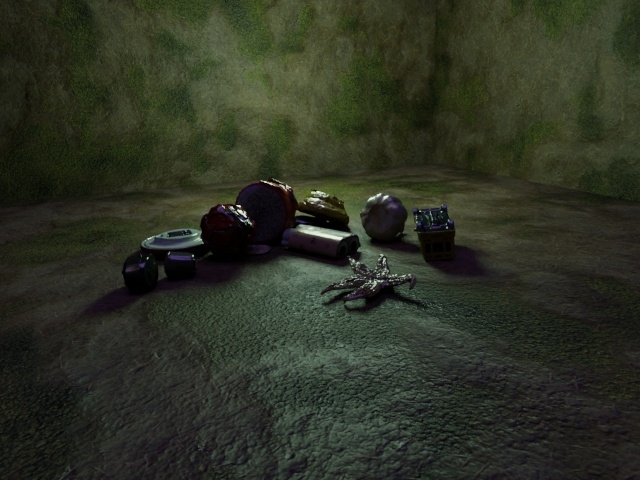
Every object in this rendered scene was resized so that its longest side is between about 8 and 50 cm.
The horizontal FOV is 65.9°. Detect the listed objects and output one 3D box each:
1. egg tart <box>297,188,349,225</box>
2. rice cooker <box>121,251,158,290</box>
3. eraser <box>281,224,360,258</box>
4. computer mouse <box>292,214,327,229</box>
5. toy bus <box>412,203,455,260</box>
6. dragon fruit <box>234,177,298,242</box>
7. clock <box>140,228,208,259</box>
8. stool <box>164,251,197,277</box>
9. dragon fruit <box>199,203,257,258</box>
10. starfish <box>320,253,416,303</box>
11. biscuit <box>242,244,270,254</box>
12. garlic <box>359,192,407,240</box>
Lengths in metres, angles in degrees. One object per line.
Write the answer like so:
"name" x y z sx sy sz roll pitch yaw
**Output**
"egg tart" 0.015 -0.159 2.345 0.290 0.116 0.290 19 -3 1
"rice cooker" -0.610 0.105 1.675 0.106 0.112 0.165 -12 18 -12
"eraser" 0.000 0.000 2.002 0.290 0.087 0.171 12 19 38
"computer mouse" -0.076 -0.080 2.309 0.216 0.074 0.122 -1 18 -5
"toy bus" 0.444 -0.039 1.952 0.145 0.151 0.331 -6 17 9
"dragon fruit" -0.228 -0.136 2.170 0.290 0.291 0.189 3 8 18
"clock" -0.599 0.000 2.097 0.318 0.081 0.318 -2 16 0
"stool" -0.497 0.087 1.759 0.110 0.096 0.096 0 15 -10
"dragon fruit" -0.343 -0.048 1.949 0.292 0.234 0.233 -13 7 36
"starfish" 0.152 0.122 1.597 0.298 0.061 0.302 -7 21 5
"biscuit" -0.262 0.038 2.027 0.120 0.015 0.120 -2 17 1
"garlic" 0.294 -0.088 2.145 0.218 0.219 0.212 12 -7 41
